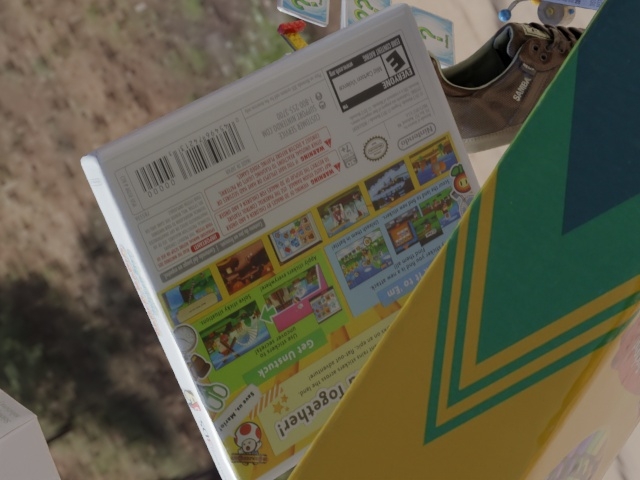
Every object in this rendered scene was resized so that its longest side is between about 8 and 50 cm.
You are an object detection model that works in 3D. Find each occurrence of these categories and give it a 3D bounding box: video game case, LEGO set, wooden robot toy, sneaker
[{"bbox_3d":[0.000,0.000,0.895,0.026,0.227,0.206,-3,113,57],"label":"video game case"},{"bbox_3d":[0.047,-0.167,1.419,0.244,0.182,0.060,-86,20,-46],"label":"LEGO set"},{"bbox_3d":[0.215,-0.247,1.468,0.079,0.076,0.173,-12,-77,-60],"label":"wooden robot toy"},{"bbox_3d":[0.152,-0.114,1.039,0.066,0.188,0.071,-128,22,-56],"label":"sneaker"}]

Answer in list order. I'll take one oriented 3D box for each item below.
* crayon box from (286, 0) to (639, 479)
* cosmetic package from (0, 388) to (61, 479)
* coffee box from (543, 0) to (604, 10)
[{"bbox_3d":[0.097,0.050,0.682,0.081,0.318,0.202,34,-178,20],"label":"crayon box"},{"bbox_3d":[-0.321,0.305,1.474,0.197,0.155,0.365,27,139,44],"label":"cosmetic package"},{"bbox_3d":[0.119,-0.240,0.906,0.119,0.297,0.168,88,-165,-66],"label":"coffee box"}]
